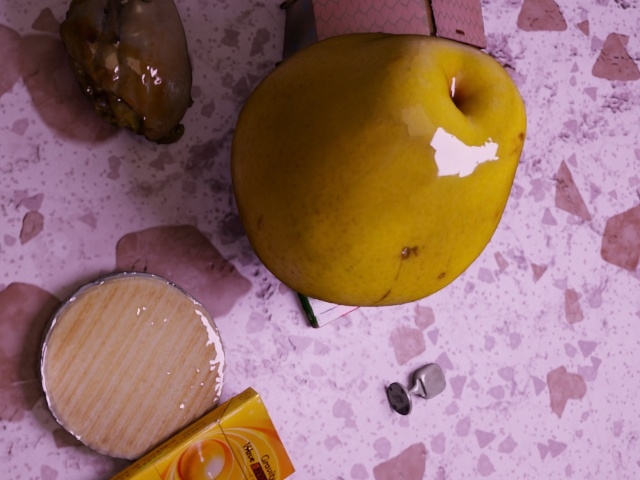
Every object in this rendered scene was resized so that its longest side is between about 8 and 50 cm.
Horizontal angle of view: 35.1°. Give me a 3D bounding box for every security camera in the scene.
[{"bbox_3d":[0.153,0.228,1.566,0.092,0.058,0.058,-20,94,-33],"label":"security camera"}]

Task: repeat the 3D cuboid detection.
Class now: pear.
[{"bbox_3d":[0.065,-0.094,1.325,0.362,0.418,0.363,16,58,-29],"label":"pear"}]

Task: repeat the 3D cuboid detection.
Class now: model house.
[{"bbox_3d":[0.119,-0.314,1.484,0.325,0.244,0.169,-4,83,-21],"label":"model house"}]

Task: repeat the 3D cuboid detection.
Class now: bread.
[{"bbox_3d":[-0.261,0.173,1.412,0.266,0.040,0.267,1,86,-20],"label":"bread"}]

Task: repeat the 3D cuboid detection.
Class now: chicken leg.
[{"bbox_3d":[-0.268,-0.350,1.406,0.201,0.152,0.430,0,79,-33],"label":"chicken leg"}]

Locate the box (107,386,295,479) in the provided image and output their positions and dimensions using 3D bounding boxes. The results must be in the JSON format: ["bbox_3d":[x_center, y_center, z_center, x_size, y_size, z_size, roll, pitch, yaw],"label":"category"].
[{"bbox_3d":[-0.175,0.337,1.410,0.269,0.043,0.152,-32,118,-20],"label":"box"}]

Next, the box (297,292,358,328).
[{"bbox_3d":[0.000,0.000,1.526,0.132,0.034,0.235,-26,95,-21],"label":"box"}]
